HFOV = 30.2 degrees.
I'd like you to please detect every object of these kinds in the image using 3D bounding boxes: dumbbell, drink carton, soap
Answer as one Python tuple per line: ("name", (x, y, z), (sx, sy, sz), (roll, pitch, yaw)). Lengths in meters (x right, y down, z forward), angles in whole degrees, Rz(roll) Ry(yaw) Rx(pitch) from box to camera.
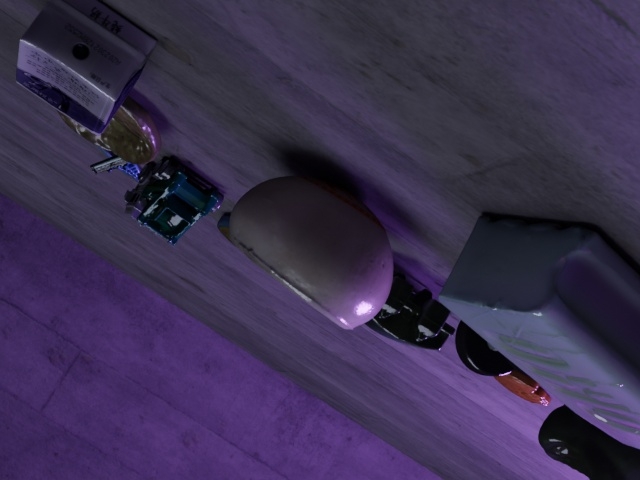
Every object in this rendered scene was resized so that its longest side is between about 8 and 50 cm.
("dumbbell", (0.250, 0.126, 1.525), (0.100, 0.100, 0.191), (34, 168, -10))
("drink carton", (-0.297, -0.222, 1.483), (0.134, 0.102, 0.222), (36, 167, -9))
("soap", (0.306, 0.114, 1.314), (0.347, 0.115, 0.208), (38, 166, -28))

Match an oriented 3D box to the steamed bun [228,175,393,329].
("steamed bun", (0.000, 0.000, 1.528), (0.231, 0.145, 0.232), (38, 180, 0))

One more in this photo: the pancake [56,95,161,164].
("pancake", (-0.331, -0.206, 1.755), (0.241, 0.050, 0.242), (31, 159, 13))

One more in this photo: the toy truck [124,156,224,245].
("toy truck", (-0.256, -0.060, 1.968), (0.110, 0.116, 0.216), (37, 167, -22))

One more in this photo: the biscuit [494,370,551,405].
("biscuit", (0.329, 0.240, 1.961), (0.102, 0.019, 0.130), (25, 167, 31))

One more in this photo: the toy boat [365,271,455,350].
("toy boat", (0.112, 0.101, 1.799), (0.141, 0.092, 0.319), (32, 175, -5))

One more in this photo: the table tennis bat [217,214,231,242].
("table tennis bat", (-0.052, 0.038, 2.048), (0.329, 0.044, 0.215), (23, 164, 41))

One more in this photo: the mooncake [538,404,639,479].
("mooncake", (0.393, 0.294, 1.688), (0.175, 0.168, 0.104), (-2, 146, 41))

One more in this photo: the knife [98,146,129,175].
("knife", (-0.402, -0.178, 2.097), (0.044, 0.019, 0.313), (34, 170, 26))

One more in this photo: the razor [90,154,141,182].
("razor", (-0.309, -0.094, 2.149), (0.081, 0.042, 0.253), (-20, 145, 19))
